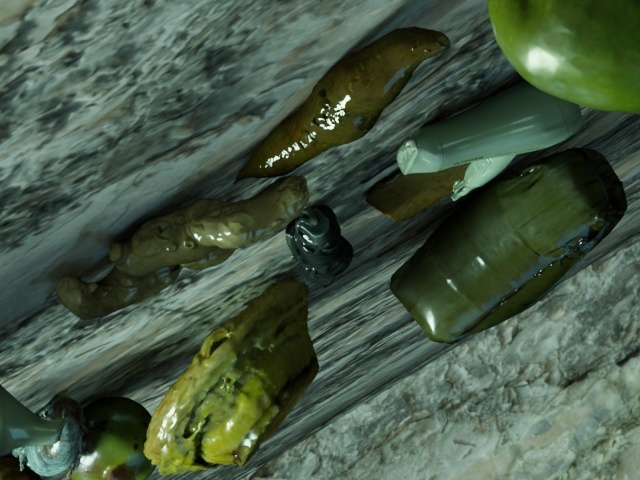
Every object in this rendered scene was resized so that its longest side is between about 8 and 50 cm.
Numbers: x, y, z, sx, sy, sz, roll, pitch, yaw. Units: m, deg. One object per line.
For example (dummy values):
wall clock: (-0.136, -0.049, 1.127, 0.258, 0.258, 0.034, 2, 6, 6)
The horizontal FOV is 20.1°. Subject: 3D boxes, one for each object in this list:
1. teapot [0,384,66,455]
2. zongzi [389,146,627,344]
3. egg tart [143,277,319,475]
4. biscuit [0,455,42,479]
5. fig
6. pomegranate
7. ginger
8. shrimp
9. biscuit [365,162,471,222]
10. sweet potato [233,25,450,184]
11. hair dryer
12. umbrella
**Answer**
teapot: (-0.385, 0.191, 1.601, 0.220, 0.149, 0.318, -44, 160, 6)
zongzi: (0.301, -0.007, 2.427, 0.323, 0.160, 0.360, -35, 167, 27)
egg tart: (-0.092, 0.183, 2.209, 0.294, 0.123, 0.294, -48, 171, -10)
biscuit: (-0.505, 0.391, 2.348, 0.350, 0.070, 0.394, -36, 167, 28)
fig: (0.269, -0.224, 1.279, 0.314, 0.233, 0.233, -32, 170, 37)
pomegranate: (-0.261, 0.277, 2.263, 0.129, 0.159, 0.129, -1, 151, -1)
ginger: (-0.115, 0.000, 1.669, 0.259, 0.065, 0.149, -27, 175, 15)
shrimp: (-0.333, 0.250, 2.184, 0.090, 0.079, 0.233, 12, 155, -16)
biscuit: (0.167, -0.094, 2.097, 0.232, 0.013, 0.237, -32, 168, 7)
sweet potato: (0.014, -0.111, 1.540, 0.067, 0.067, 0.274, -19, 168, -44)
hair dryer: (0.161, -0.088, 1.977, 0.206, 0.075, 0.237, -19, 164, -18)
umbrella: (0.000, 0.000, 1.987, 0.066, 0.059, 0.235, -52, 169, -8)
